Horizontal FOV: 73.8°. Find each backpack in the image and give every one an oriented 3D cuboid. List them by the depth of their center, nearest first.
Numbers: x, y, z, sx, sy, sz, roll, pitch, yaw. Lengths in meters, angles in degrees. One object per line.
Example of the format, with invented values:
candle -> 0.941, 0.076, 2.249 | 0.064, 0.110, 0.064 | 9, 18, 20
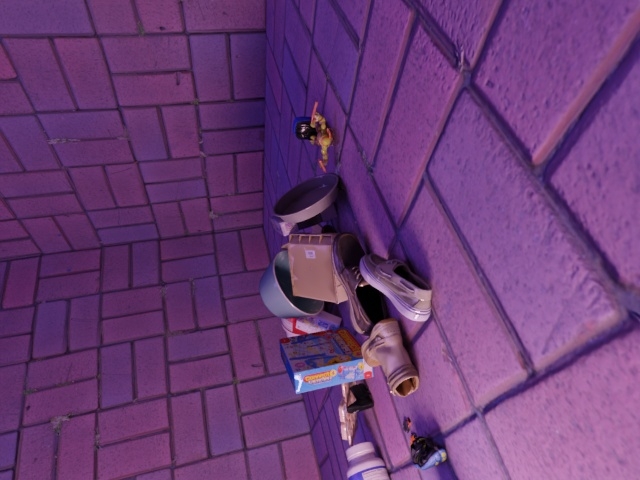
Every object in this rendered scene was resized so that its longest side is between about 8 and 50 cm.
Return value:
backpack -> -0.059, -0.476, 1.803 | 0.101, 0.120, 0.097 | -118, 24, -54

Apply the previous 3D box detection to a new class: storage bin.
storage bin -> 0.007, 0.097, 1.653 | 0.263, 0.123, 0.259 | 2, 100, 48

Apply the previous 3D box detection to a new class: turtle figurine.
turtle figurine -> 0.007, -0.414, 1.651 | 0.217, 0.087, 0.269 | -110, 8, -63

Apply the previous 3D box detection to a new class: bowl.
bowl -> -0.144, 0.216, 1.852 | 0.163, 0.312, 0.311 | -35, 54, 26

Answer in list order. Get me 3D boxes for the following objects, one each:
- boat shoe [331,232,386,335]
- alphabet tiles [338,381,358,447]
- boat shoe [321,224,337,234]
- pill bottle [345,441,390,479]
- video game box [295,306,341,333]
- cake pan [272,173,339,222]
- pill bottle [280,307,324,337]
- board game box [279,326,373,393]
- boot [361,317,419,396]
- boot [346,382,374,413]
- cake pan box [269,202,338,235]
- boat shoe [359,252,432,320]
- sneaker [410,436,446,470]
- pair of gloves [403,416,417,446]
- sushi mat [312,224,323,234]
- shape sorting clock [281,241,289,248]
boat shoe -> 0.142, 0.133, 1.402 | 0.130, 0.133, 0.354 | -34, 73, 64
alphabet tiles -> 0.115, 0.658, 1.709 | 0.284, 0.021, 0.277 | -33, -63, -73
boat shoe -> 0.056, 0.031, 1.741 | 0.073, 0.073, 0.206 | 101, 150, -85
pill bottle -> 0.185, 0.906, 1.579 | 0.152, 0.153, 0.271 | 97, 159, -47
video game box -> -0.012, 0.387, 1.991 | 0.187, 0.206, 0.048 | 99, -165, -52
cake pan -> -0.050, -0.164, 1.686 | 0.054, 0.293, 0.293 | 60, 176, -26
pill bottle -> -0.092, 0.349, 2.198 | 0.228, 0.229, 0.407 | -113, 20, -46
board game box -> 0.013, 0.462, 1.692 | 0.308, 0.303, 0.086 | -146, 50, -71
boot -> 0.211, 0.383, 1.301 | 0.261, 0.096, 0.203 | 105, 152, -48
boot -> 0.142, 0.610, 1.654 | 0.099, 0.121, 0.045 | -120, 31, -46
cake pan box -> -0.076, -0.102, 1.832 | 0.267, 0.246, 0.070 | -155, 45, -72
boat shoe -> 0.209, 0.101, 1.163 | 0.302, 0.109, 0.093 | 45, 126, 53
sneaker -> 0.284, 0.579, 1.166 | 0.188, 0.067, 0.078 | 102, 149, -62
pair of gloves -> 0.277, 0.599, 1.324 | 0.083, 0.010, 0.074 | -111, 19, -44
sushi mat -> 0.000, 0.000, 2.062 | 0.316, 0.019, 0.151 | -135, 38, -67
shape sorting clock -> -0.072, 0.009, 1.876 | 0.206, 0.207, 0.040 | 150, 109, -75
